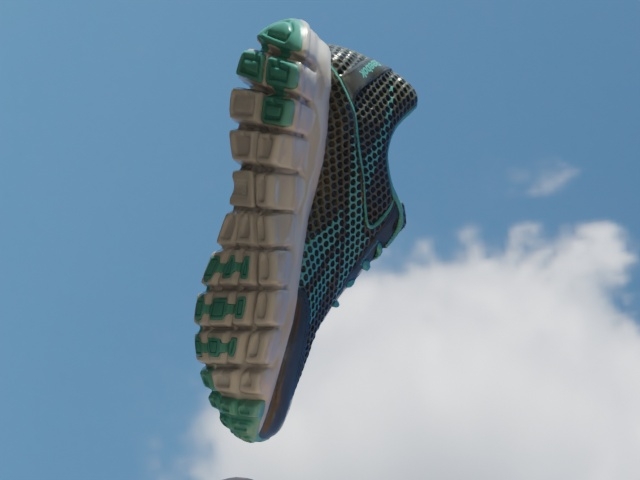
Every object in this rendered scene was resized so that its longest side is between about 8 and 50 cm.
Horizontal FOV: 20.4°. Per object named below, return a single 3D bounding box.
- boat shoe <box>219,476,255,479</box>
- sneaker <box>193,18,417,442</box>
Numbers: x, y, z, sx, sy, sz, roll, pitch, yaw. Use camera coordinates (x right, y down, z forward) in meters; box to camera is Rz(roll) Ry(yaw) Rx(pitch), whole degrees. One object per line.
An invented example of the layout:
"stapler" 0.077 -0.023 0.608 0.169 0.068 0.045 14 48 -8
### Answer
"boat shoe" -0.146 0.244 1.019 0.355 0.132 0.130 -27 -123 19
"sneaker" 0.000 0.000 0.705 0.065 0.076 0.166 16 -84 60
